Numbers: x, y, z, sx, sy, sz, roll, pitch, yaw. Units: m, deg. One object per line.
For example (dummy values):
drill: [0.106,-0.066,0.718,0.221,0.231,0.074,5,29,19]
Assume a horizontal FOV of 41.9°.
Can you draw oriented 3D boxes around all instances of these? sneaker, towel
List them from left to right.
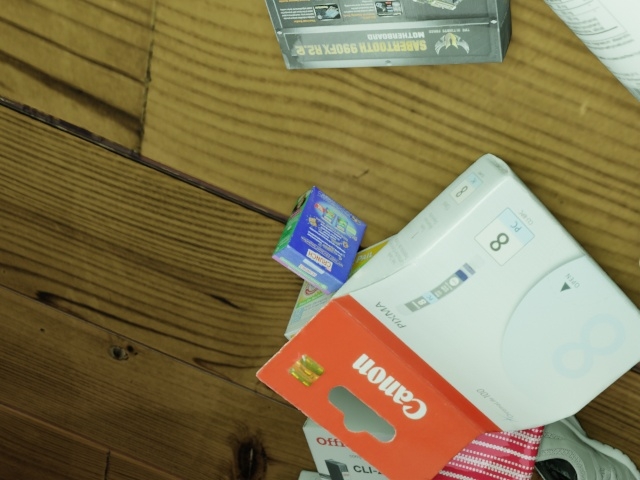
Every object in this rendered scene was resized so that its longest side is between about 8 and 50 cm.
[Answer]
towel: [0.216,0.247,1.185,0.198,0.031,0.275,13,107,14]
sneaker: [0.389,0.359,1.275,0.281,0.115,0.105,39,138,-19]

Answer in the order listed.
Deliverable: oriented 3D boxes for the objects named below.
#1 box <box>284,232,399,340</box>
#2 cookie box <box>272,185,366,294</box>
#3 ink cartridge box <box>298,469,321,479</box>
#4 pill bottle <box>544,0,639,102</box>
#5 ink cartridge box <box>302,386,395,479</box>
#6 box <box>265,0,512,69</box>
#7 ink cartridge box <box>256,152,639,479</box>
box: [0.064,0.088,1.122,0.103,0.114,0.203,42,135,-23]
cookie box: [0.000,0.000,1.059,0.091,0.107,0.040,36,139,-15]
ink cartridge box: [0.120,0.602,1.553,0.395,0.270,0.151,-1,137,27]
pill bottle: [0.245,-0.232,0.643,0.283,0.160,0.160,39,138,-20]
ink cartridge box: [0.109,0.377,1.381,0.196,0.114,0.273,-2,120,27]
box: [0.056,-0.254,0.788,0.230,0.056,0.183,3,137,23]
ink cartridge box: [0.163,0.136,0.998,0.385,0.091,0.308,-44,113,9]
